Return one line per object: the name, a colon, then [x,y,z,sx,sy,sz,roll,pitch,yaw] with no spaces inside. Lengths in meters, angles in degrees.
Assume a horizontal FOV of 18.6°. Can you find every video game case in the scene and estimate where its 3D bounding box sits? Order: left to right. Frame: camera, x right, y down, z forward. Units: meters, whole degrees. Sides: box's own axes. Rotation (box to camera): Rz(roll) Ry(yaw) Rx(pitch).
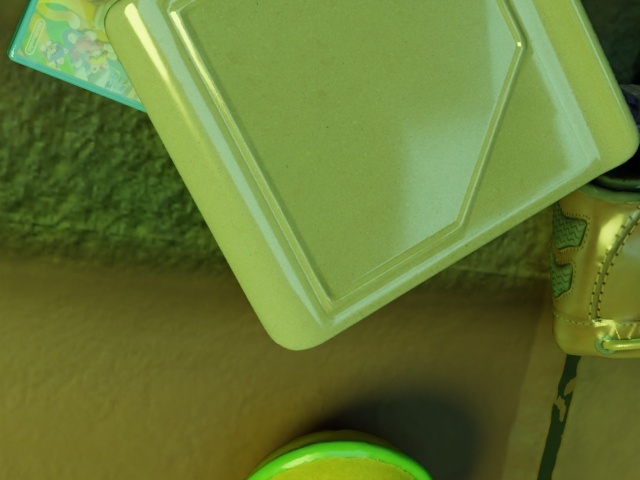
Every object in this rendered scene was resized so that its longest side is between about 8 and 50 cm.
video game case: [-0.076,-0.127,1.095,0.166,0.015,0.119,21,100,-21]

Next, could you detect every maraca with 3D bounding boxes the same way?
maraca: [-0.005,0.183,1.169,0.127,0.099,0.186,21,126,-19]

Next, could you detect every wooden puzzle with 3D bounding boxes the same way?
wooden puzzle: [0.031,-0.086,1.077,0.238,0.044,0.221,-29,107,-5]

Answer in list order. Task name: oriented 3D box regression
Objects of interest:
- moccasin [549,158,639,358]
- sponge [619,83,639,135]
moccasin: [0.326,0.024,1.189,0.380,0.139,0.147,-3,108,-15]
sponge: [0.293,-0.067,1.163,0.210,0.117,0.031,-1,105,-16]
